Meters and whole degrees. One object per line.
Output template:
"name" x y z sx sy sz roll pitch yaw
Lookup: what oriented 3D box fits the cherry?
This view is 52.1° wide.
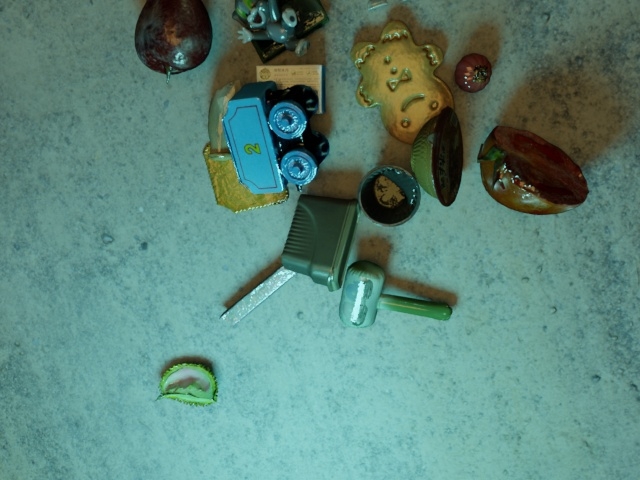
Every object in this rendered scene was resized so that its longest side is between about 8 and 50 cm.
"cherry" -0.420 -0.602 1.872 0.230 0.203 0.300 4 96 50

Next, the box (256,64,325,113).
"box" -0.085 -0.441 1.914 0.194 0.073 0.139 2 102 10

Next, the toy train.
"toy train" -0.126 -0.286 1.849 0.265 0.188 0.300 -3 121 18

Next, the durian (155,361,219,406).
"durian" -0.424 0.474 2.143 0.220 0.095 0.137 1 65 12

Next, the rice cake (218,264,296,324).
"rice cake" -0.169 0.149 2.042 0.365 0.073 0.056 -40 95 14

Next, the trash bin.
"trash bin" 0.199 -0.138 1.875 0.175 0.161 0.175 2 103 8

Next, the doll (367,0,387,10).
"doll" 0.183 -0.763 1.804 0.183 0.085 0.217 -10 116 14

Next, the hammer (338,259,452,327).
"hammer" 0.229 0.181 1.957 0.335 0.119 0.206 11 116 -1

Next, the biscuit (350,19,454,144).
"biscuit" 0.238 -0.439 1.868 0.275 0.052 0.355 -27 94 14

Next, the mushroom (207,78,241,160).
"mushroom" -0.286 -0.359 1.953 0.108 0.096 0.247 15 99 18

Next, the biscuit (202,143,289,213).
"biscuit" -0.231 -0.206 2.017 0.237 0.013 0.232 -12 98 13

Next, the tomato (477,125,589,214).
"tomato" 0.558 -0.161 1.793 0.309 0.309 0.170 35 135 2

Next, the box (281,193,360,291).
"box" 0.000 0.000 1.913 0.178 0.138 0.274 12 69 12

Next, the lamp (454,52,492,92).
"lamp" 0.422 -0.462 1.809 0.107 0.092 0.107 -8 111 -22

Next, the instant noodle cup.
"instant noodle cup" 0.312 -0.230 1.798 0.090 0.274 0.274 4 102 29

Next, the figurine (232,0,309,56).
"figurine" -0.129 -0.625 1.805 0.265 0.140 0.193 30 128 5

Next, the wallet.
"wallet" -0.108 -0.642 1.893 0.236 0.055 0.160 -28 88 15
